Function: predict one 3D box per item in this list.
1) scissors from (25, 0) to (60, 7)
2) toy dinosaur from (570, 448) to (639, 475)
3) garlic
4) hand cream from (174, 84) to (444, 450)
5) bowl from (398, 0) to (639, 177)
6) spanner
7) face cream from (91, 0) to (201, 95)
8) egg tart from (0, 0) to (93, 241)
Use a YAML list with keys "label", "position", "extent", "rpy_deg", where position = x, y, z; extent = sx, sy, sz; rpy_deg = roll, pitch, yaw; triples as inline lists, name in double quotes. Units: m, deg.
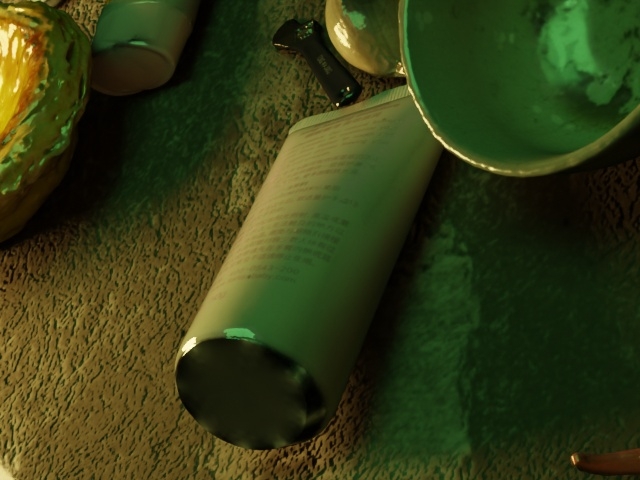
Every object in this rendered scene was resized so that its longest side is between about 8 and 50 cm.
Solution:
- label: "scissors"
  position: [-0.233, -0.303, 1.963]
  extent: [0.204, 0.027, 0.101]
  rpy_deg: [-40, 34, -1]
- label: "toy dinosaur"
  position: [0.294, 0.124, 1.070]
  extent: [0.286, 0.070, 0.139]
  rpy_deg: [-30, 61, 18]
- label: "garlic"
  position: [0.042, -0.191, 1.577]
  extent: [0.084, 0.066, 0.152]
  rpy_deg: [-16, 42, 27]
- label: "hand cream"
  position: [0.000, 0.000, 1.409]
  extent: [0.185, 0.118, 0.358]
  rpy_deg: [-16, 33, 35]
- label: "bowl"
  position: [0.205, -0.172, 1.319]
  extent: [0.289, 0.146, 0.289]
  rpy_deg: [-15, 68, 44]
- label: "spanner"
  position: [-0.003, -0.157, 1.609]
  extent: [0.046, 0.012, 0.208]
  rpy_deg: [-37, 29, 3]
- label: "face cream"
  position: [-0.154, -0.262, 1.818]
  extent: [0.107, 0.073, 0.269]
  rpy_deg: [-15, 46, 35]
- label: "egg tart"
  position: [-0.329, -0.083, 1.753]
  extent: [0.319, 0.128, 0.319]
  rpy_deg: [-22, 44, 23]
